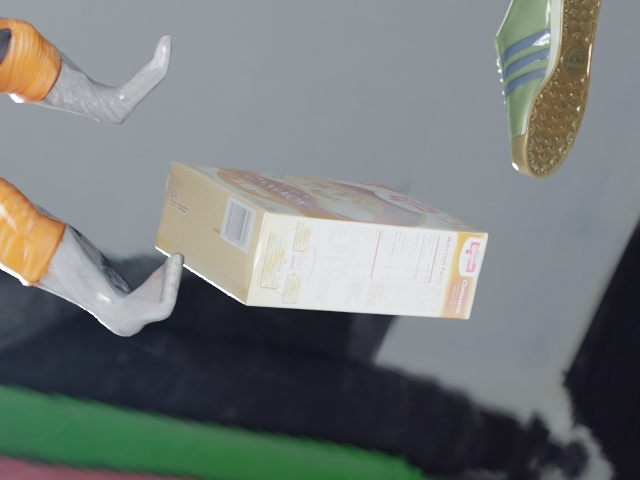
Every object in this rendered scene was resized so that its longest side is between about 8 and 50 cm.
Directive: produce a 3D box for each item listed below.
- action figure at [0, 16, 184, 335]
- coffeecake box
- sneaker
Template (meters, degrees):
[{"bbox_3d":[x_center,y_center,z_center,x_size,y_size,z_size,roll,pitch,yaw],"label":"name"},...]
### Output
[{"bbox_3d":[-0.237,-0.010,0.831,0.330,0.178,0.341,8,-126,-14],"label":"action figure"},{"bbox_3d":[0.000,0.000,1.229,0.185,0.068,0.142,5,-167,-33],"label":"coffeecake box"},{"bbox_3d":[0.190,-0.155,1.537,0.064,0.192,0.086,7,-173,-37],"label":"sneaker"}]
